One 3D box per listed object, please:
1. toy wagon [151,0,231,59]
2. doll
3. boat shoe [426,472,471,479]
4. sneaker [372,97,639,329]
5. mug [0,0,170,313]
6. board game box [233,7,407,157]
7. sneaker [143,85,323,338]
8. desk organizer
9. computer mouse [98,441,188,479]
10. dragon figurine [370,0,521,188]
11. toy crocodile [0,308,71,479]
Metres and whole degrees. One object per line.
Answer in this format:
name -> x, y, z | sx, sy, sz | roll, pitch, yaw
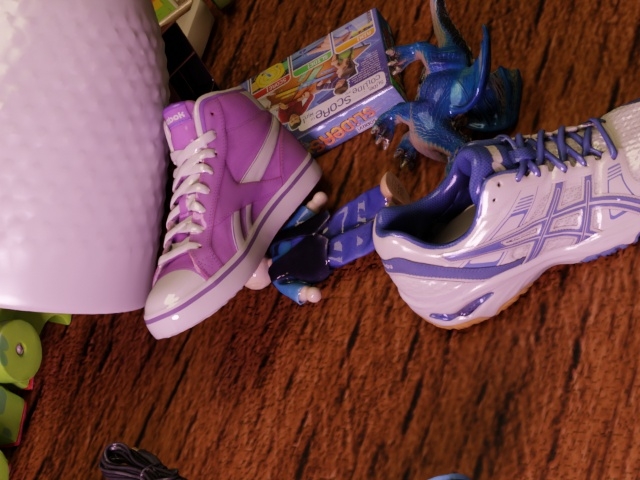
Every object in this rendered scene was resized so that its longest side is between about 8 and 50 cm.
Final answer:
toy wagon -> -0.268, -0.274, 1.852 | 0.267, 0.068, 0.344 | -38, 45, -3
doll -> 0.000, 0.000, 1.439 | 0.189, 0.046, 0.129 | -27, 44, 28
boat shoe -> 0.040, 0.286, 1.134 | 0.258, 0.109, 0.089 | -50, 45, 18
sneaker -> 0.182, -0.042, 1.261 | 0.296, 0.131, 0.112 | -35, 39, 7
mug -> -0.288, -0.120, 1.540 | 0.374, 0.276, 0.328 | -134, 52, -81
board game box -> -0.010, -0.147, 1.583 | 0.201, 0.035, 0.136 | -27, 42, 19
sneaker -> -0.120, -0.039, 1.426 | 0.102, 0.161, 0.282 | -23, 24, 39
desk organizer -> -0.149, -0.170, 1.640 | 0.050, 0.130, 0.047 | -21, 32, 21
computer mouse -> -0.200, 0.255, 1.269 | 0.106, 0.042, 0.193 | 25, 72, 47
dragon figurine -> 0.137, -0.146, 1.419 | 0.144, 0.085, 0.289 | -3, 58, 35
toy crocodile -> -0.347, 0.186, 1.532 | 0.115, 0.105, 0.340 | -9, 55, 34
